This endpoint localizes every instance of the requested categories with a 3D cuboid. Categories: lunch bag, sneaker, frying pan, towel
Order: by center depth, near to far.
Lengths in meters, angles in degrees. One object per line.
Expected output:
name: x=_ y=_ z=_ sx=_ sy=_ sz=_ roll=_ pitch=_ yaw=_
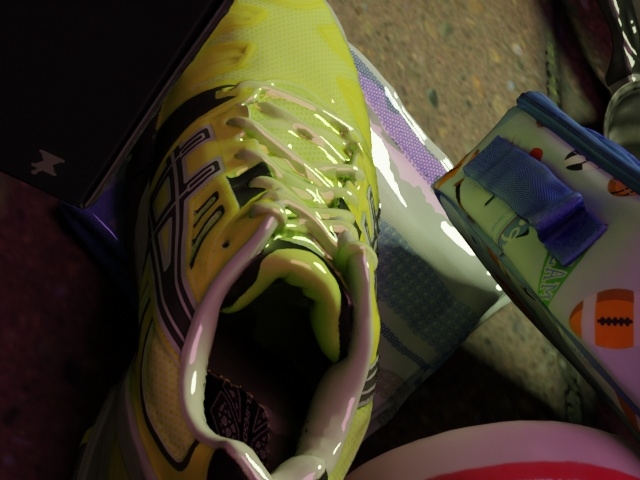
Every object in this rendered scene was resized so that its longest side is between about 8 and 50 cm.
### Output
sneaker: x=-0.018 y=0.012 z=0.879 sx=0.145 sy=0.147 sz=0.384 roll=20 pitch=51 yaw=-21
lunch bag: x=0.181 y=0.040 z=0.964 sx=0.243 sy=0.115 sz=0.303 roll=47 pitch=2 yaw=-21
towel: x=0.000 y=0.000 z=1.039 sx=0.209 sy=0.034 sz=0.285 roll=51 pitch=39 yaw=1
frying pan: x=0.229 y=-0.077 z=1.303 sx=0.326 sy=0.053 sz=0.197 roll=53 pitch=40 yaw=3

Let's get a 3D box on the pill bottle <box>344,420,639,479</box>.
pill bottle: x=0.099 y=0.258 z=0.820 sx=0.176 sy=0.176 sz=0.318 roll=18 pitch=49 yaw=-34

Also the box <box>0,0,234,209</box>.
box: x=-0.182 y=-0.237 z=0.773 sx=0.343 sy=0.179 sz=0.312 roll=25 pitch=46 yaw=-15

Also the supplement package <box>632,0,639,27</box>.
supplement package: x=0.380 y=-0.177 z=1.426 sx=0.293 sy=0.175 sz=0.177 roll=52 pitch=41 yaw=1
